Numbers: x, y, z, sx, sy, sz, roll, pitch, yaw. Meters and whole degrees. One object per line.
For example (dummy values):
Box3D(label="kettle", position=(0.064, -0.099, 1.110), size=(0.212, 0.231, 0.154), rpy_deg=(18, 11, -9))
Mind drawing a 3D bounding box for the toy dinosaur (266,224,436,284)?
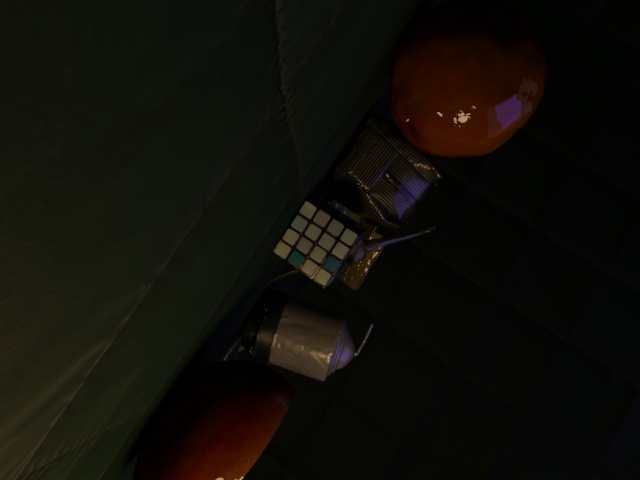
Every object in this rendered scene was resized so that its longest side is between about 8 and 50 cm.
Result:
Box3D(label="toy dinosaur", position=(0.082, 0.030, 1.708), size=(0.447, 0.087, 0.301), rpy_deg=(-18, 179, 24))

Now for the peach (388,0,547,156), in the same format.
Box3D(label="peach", position=(0.292, -0.332, 1.293), size=(0.301, 0.343, 0.343), rpy_deg=(-28, 175, -2))

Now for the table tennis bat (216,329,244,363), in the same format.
Box3D(label="table tennis bat", position=(-0.254, 0.325, 1.840), size=(0.149, 0.038, 0.237), rpy_deg=(-61, 173, 12))

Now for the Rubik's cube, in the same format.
Box3D(label="Rubik's cube", position=(0.000, 0.000, 1.463), size=(0.154, 0.155, 0.151), rpy_deg=(-58, 174, 11))

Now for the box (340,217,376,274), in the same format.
Box3D(label="box", position=(0.096, -0.060, 2.035), size=(0.311, 0.173, 0.043), rpy_deg=(-55, 177, -10))

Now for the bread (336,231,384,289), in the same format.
Box3D(label="bread", position=(0.106, 0.000, 2.303), size=(0.245, 0.233, 0.362), rpy_deg=(-60, 179, 17))

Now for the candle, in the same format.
Box3D(label="candle", position=(-0.042, 0.291, 1.812), size=(0.221, 0.342, 0.221), rpy_deg=(20, 90, -85))

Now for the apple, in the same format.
Box3D(label="apple", position=(-0.224, 0.433, 1.299), size=(0.365, 0.295, 0.329), rpy_deg=(-51, 147, -34))

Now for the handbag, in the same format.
Box3D(label="handbag", position=(0.167, -0.165, 1.617), size=(0.247, 0.240, 0.340), rpy_deg=(-53, 178, 3))

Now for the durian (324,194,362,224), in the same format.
Box3D(label="durian", position=(0.040, -0.092, 1.885), size=(0.394, 0.163, 0.198), rpy_deg=(-59, 140, -41))

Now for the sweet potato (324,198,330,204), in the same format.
Box3D(label="sweet potato", position=(-0.030, -0.033, 1.601), size=(0.202, 0.058, 0.055), rpy_deg=(-55, -141, 36))
